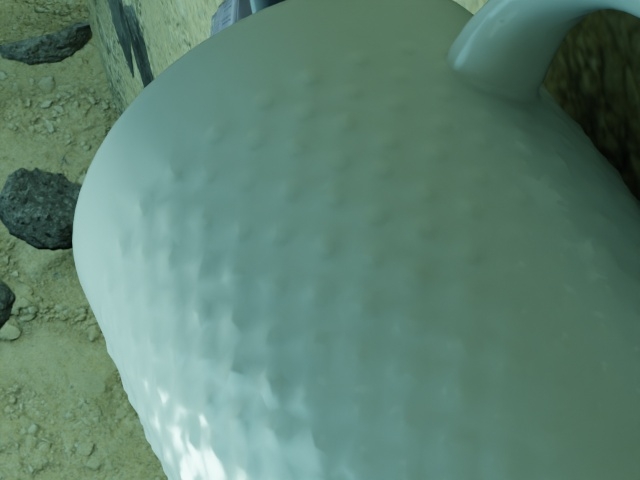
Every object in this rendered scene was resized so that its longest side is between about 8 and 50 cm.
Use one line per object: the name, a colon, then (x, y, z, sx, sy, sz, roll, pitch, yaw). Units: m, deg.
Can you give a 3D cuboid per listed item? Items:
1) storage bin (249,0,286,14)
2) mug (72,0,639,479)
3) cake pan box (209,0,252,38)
storage bin: (0.007, -0.170, 0.958, 0.135, 0.091, 0.098, -134, 31, -67)
mug: (0.080, 0.044, 0.584, 0.374, 0.276, 0.328, -58, 46, 31)
cake pan box: (-0.085, -0.122, 1.284, 0.267, 0.070, 0.245, -161, 78, -79)
